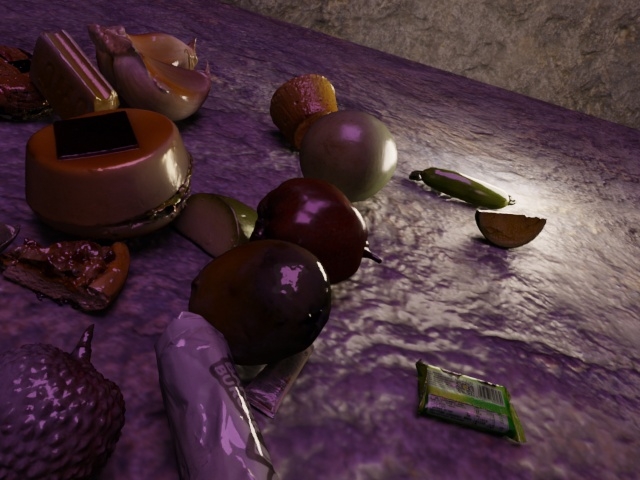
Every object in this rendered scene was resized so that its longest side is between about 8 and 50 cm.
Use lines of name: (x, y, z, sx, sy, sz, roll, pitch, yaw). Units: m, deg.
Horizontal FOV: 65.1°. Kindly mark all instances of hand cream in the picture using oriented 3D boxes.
hand cream: (-0.057, 0.198, 0.750, 0.061, 0.039, 0.143, 32, 45, 11)

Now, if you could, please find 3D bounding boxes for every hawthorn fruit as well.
hawthorn fruit: (0.000, 0.000, 0.921, 0.248, 0.208, 0.208, 20, 31, -22)

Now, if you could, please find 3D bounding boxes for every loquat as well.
loquat: (-0.086, 0.088, 0.730, 0.227, 0.179, 0.179, -18, 22, 27)

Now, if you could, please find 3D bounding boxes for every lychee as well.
lychee: (-0.290, 0.183, 0.541, 0.165, 0.165, 0.198, 24, 68, 9)

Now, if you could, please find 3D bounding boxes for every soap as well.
soap: (-0.535, -0.326, 1.105, 0.232, 0.140, 0.073, 50, 42, 4)

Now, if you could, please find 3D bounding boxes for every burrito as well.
burrito: (-0.089, 0.276, 0.532, 0.101, 0.139, 0.446, -2, 42, -34)

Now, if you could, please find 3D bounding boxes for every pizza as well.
pizza: (-0.402, 0.034, 0.786, 0.193, 0.069, 0.154, 9, 34, -12)

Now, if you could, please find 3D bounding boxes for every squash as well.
squash: (-0.184, -0.057, 1.004, 0.191, 0.085, 0.184, 34, 38, 20)
squash: (0.409, -0.146, 1.417, 0.318, 0.080, 0.071, 17, 72, 1)

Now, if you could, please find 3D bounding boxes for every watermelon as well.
watermelon: (0.466, -0.036, 1.274, 0.181, 0.092, 0.075, 4, 22, -6)

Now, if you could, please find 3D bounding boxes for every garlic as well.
garlic: (-0.438, -0.447, 1.334, 0.285, 0.250, 0.313, 13, 10, 23)

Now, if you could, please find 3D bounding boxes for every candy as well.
candy: (0.234, 0.256, 0.798, 0.178, 0.032, 0.102, 17, 37, -4)

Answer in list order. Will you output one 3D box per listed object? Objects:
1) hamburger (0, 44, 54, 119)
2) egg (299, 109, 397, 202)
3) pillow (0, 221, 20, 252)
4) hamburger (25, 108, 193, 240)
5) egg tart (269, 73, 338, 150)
hamburger: (-0.732, -0.367, 1.179, 0.230, 0.107, 0.231, 19, 33, -13)
egg: (0.078, -0.202, 1.217, 0.218, 0.219, 0.295, 35, 24, 24)
pillow: (-0.622, -0.003, 0.731, 0.302, 0.075, 0.185, 17, 42, 3)
hamburger: (-0.373, -0.117, 0.913, 0.299, 0.176, 0.300, 3, 37, -2)
egg tart: (-0.031, -0.341, 1.405, 0.202, 0.203, 0.147, -3, 52, -28)
